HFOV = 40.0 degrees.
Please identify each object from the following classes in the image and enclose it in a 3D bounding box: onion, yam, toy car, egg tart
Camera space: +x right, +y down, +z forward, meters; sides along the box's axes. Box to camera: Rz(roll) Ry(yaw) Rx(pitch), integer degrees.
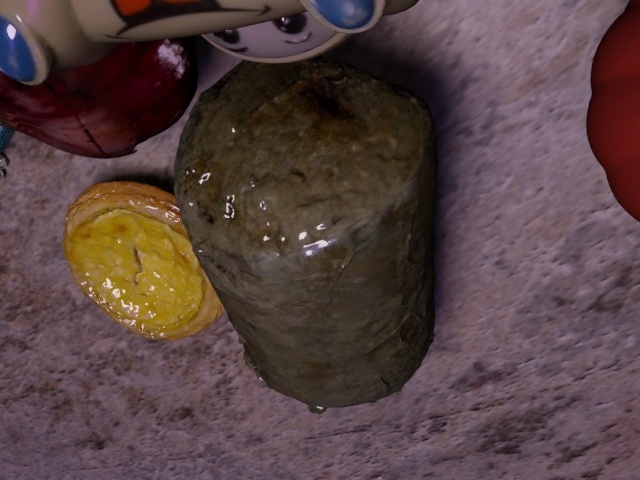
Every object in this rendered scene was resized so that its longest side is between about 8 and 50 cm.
[{"bbox_3d":[-0.206,-0.186,0.697,0.252,0.219,0.252,29,174,3],"label":"onion"},{"bbox_3d":[0.000,0.000,0.712,0.195,0.195,0.300,7,148,13],"label":"yam"},{"bbox_3d":[-0.037,-0.194,0.543,0.242,0.336,0.226,-4,125,20],"label":"toy car"},{"bbox_3d":[-0.172,0.013,0.904,0.191,0.074,0.191,9,126,12],"label":"egg tart"}]

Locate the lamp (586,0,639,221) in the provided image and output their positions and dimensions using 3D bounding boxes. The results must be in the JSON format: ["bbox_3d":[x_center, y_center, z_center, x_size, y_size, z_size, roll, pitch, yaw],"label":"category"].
[{"bbox_3d":[0.295,-0.094,0.586,0.227,0.227,0.226,9,127,12],"label":"lamp"}]

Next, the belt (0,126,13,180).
[{"bbox_3d":[-0.344,-0.098,0.891,0.065,0.100,0.179,38,112,-10],"label":"belt"}]
